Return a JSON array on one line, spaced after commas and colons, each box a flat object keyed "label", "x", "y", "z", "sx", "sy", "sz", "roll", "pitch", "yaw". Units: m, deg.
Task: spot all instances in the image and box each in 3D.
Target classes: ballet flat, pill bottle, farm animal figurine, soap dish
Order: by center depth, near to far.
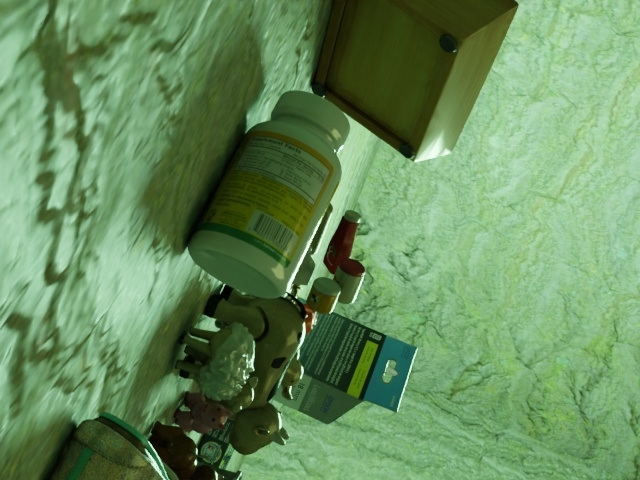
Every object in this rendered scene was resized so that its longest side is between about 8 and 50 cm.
[{"label": "ballet flat", "x": -0.183, "y": 0.280, "z": 0.932, "sx": 0.106, "sy": 0.107, "sz": 0.316, "roll": -57, "pitch": 148, "yaw": -26}, {"label": "pill bottle", "x": -0.047, "y": -0.053, "z": 1.009, "sx": 0.117, "sy": 0.117, "sz": 0.208, "roll": 103, "pitch": 12, "yaw": -69}, {"label": "soap dish", "x": 0.110, "y": -0.256, "z": 1.256, "sx": 0.118, "sy": 0.229, "sz": 0.291, "roll": -44, "pitch": 164, "yaw": -31}, {"label": "farm animal figurine", "x": -0.103, "y": 0.202, "z": 1.342, "sx": 0.330, "sy": 0.172, "sz": 0.327, "roll": -59, "pitch": 172, "yaw": -61}]

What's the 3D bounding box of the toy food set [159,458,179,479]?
[{"label": "toy food set", "x": -0.276, "y": 0.416, "z": 1.074, "sx": 0.220, "sy": 0.092, "sz": 0.306, "roll": -54, "pitch": -176, "yaw": 43}]

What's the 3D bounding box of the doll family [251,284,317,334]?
[{"label": "doll family", "x": -0.078, "y": 0.094, "z": 1.690, "sx": 0.163, "sy": 0.118, "sz": 0.263, "roll": -59, "pitch": 156, "yaw": -15}]

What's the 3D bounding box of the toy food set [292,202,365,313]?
[{"label": "toy food set", "x": 0.000, "y": 0.000, "z": 1.349, "sx": 0.104, "sy": 0.111, "sz": 0.232, "roll": -70, "pitch": -152, "yaw": 24}]

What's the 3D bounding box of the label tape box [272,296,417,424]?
[{"label": "label tape box", "x": 0.009, "y": 0.253, "z": 1.942, "sx": 0.240, "sy": 0.334, "sz": 0.106, "roll": -59, "pitch": 172, "yaw": -59}]

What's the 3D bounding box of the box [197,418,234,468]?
[{"label": "box", "x": -0.205, "y": 0.411, "z": 2.016, "sx": 0.216, "sy": 0.060, "sz": 0.270, "roll": 92, "pitch": 21, "yaw": -77}]

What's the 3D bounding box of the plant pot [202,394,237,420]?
[{"label": "plant pot", "x": -0.139, "y": 0.236, "z": 1.621, "sx": 0.096, "sy": 0.109, "sz": 0.109, "roll": -83, "pitch": -168, "yaw": -57}]

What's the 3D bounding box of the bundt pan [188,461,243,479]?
[{"label": "bundt pan", "x": -0.248, "y": 0.502, "z": 1.523, "sx": 0.331, "sy": 0.124, "sz": 0.331, "roll": 24, "pitch": 90, "yaw": -85}]
